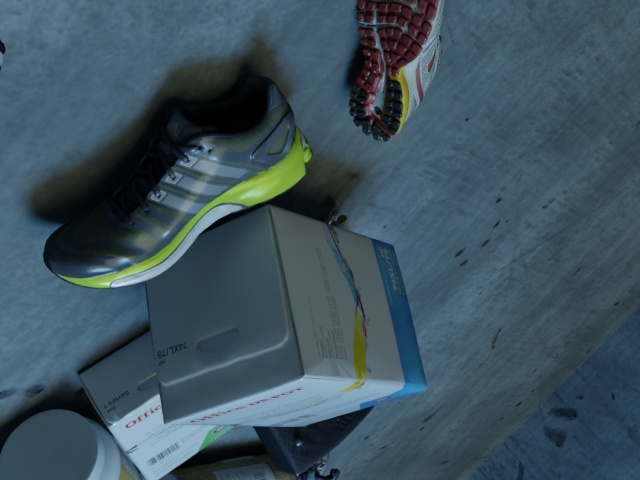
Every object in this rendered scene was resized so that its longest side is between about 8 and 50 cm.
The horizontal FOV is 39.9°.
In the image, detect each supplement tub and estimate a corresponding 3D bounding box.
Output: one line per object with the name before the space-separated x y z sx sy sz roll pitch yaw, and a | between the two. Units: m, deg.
supplement tub | -0.313 0.311 1.126 0.144 0.144 0.200 -32 149 -15

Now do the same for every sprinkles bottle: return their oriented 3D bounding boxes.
sprinkles bottle | -0.173 0.430 1.478 0.355 0.121 0.121 9 125 -54

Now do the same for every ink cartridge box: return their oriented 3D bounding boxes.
ink cartridge box | -0.039 0.103 1.045 0.198 0.197 0.270 -22 158 29
ink cartridge box | -0.205 0.212 1.174 0.160 0.092 0.219 -32 149 -16

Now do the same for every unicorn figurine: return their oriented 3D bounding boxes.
unicorn figurine | 0.000 0.000 1.176 0.161 0.060 0.111 -10 150 -21

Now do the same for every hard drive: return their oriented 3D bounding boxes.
hard drive | -0.015 0.219 1.305 0.054 0.172 0.254 -29 -178 39

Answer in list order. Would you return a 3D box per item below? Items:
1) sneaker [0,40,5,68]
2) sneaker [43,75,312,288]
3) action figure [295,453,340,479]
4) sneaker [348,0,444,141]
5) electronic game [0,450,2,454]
sneaker | -0.377 -0.124 0.492 0.447 0.169 0.258 2 122 -61
sneaker | -0.147 -0.066 0.877 0.300 0.111 0.121 -36 141 -20
action figure | -0.008 0.332 1.504 0.099 0.185 0.285 -6 141 -1
sneaker | 0.090 -0.221 0.965 0.093 0.088 0.225 -44 159 -40
electronic game | -0.473 0.350 1.093 0.229 0.048 0.229 -37 150 -25
